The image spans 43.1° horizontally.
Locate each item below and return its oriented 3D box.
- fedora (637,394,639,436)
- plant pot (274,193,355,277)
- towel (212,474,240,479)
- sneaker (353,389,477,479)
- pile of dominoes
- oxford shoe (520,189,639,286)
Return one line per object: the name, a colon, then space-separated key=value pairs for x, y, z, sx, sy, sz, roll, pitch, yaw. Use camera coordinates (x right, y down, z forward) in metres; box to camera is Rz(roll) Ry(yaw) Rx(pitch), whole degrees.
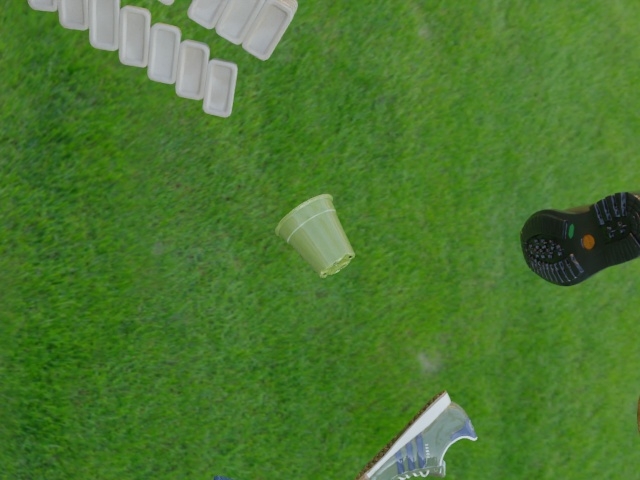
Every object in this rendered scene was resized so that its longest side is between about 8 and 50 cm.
fedora: x=0.422 y=0.190 z=0.829 sx=0.079 sy=0.194 sz=0.194 roll=26 pitch=64 yaw=-74
plant pot: x=0.000 y=0.000 z=0.981 sx=0.083 sy=0.083 sz=0.079 roll=-22 pitch=71 yaw=-34
towel: x=-0.069 y=0.305 z=0.919 sx=0.119 sy=0.029 sz=0.067 roll=17 pitch=32 yaw=-12
sneaker: x=0.134 y=0.303 z=1.122 sx=0.086 sy=0.064 sz=0.192 roll=44 pitch=95 yaw=6
pile of dominoes: x=-0.148 y=-0.254 z=0.766 sx=0.251 sy=0.196 sz=0.040 roll=29 pitch=30 yaw=-12
oxford shoe: x=0.287 y=-0.003 z=0.821 sx=0.096 sy=0.227 sz=0.083 roll=-12 pitch=89 yaw=-22
